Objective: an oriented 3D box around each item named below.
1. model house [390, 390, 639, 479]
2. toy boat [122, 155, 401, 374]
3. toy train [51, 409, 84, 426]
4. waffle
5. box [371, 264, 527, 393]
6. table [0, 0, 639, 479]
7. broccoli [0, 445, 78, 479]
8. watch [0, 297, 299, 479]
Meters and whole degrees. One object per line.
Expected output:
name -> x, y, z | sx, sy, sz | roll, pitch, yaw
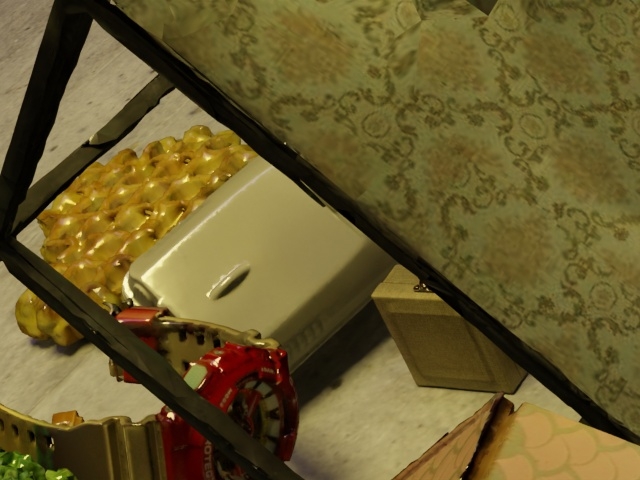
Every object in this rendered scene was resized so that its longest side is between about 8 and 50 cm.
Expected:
model house -> 0.091, 0.185, 0.701 | 0.326, 0.244, 0.169 | -5, 37, 37
toy boat -> -0.003, 0.000, 1.202 | 0.269, 0.140, 0.141 | -37, 29, -31
toy train -> -0.138, 0.184, 1.055 | 0.127, 0.089, 0.219 | -12, 29, 5
waffle -> -0.157, -0.010, 1.425 | 0.249, 0.056, 0.253 | -34, 31, -14
box -> 0.083, 0.054, 1.087 | 0.079, 0.083, 0.035 | 2, 40, 40
table -> 0.038, -0.010, 0.875 | 0.222, 0.335, 0.272 | -47, -5, -34
broccoli -> -0.206, 0.261, 0.773 | 0.413, 0.310, 0.321 | -49, 2, 42
watch -> -0.137, 0.092, 1.059 | 0.165, 0.102, 0.268 | -21, 26, -40
